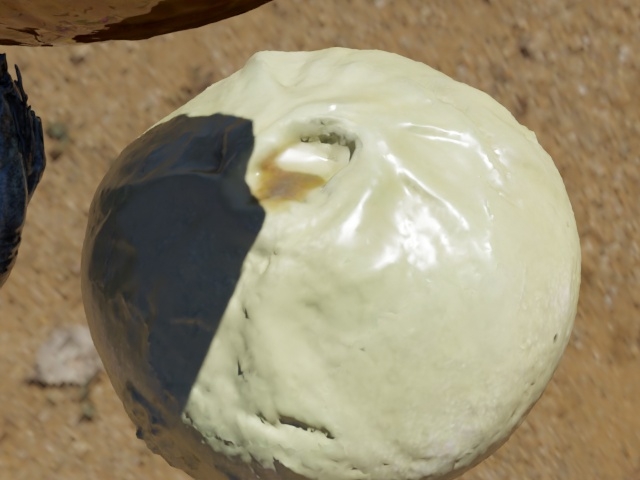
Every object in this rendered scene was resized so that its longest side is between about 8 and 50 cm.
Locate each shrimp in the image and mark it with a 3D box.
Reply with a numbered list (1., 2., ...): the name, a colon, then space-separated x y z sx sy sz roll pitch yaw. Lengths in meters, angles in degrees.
1. shrimp: -0.235 -0.068 1.409 0.079 0.090 0.233 35 124 54

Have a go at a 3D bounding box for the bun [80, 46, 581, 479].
1. bun: 0.000 0.000 1.398 0.364 0.202 0.364 -6 52 8

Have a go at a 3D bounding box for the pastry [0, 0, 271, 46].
1. pastry: -0.113 -0.264 1.073 0.388 0.313 0.388 -6 23 2
